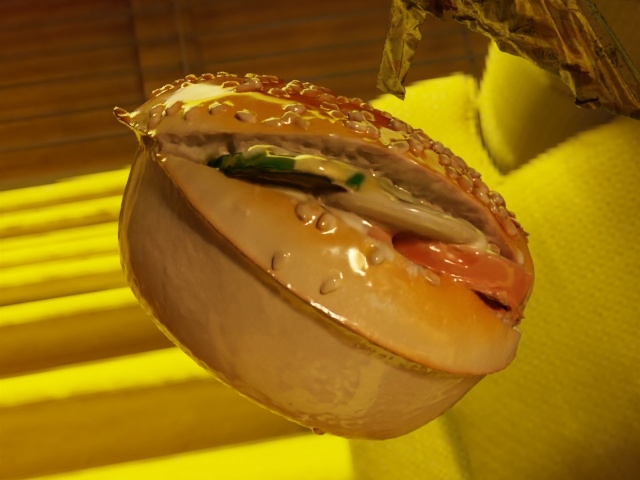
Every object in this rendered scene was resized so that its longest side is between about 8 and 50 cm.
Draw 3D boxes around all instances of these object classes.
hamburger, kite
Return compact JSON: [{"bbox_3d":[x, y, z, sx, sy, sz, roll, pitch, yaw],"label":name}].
[{"bbox_3d":[0.003,0.001,0.668,0.147,0.237,0.237,-60,15,9],"label":"hamburger"},{"bbox_3d":[0.068,-0.182,0.916,0.014,0.406,0.368,-57,-9,-20],"label":"kite"}]
